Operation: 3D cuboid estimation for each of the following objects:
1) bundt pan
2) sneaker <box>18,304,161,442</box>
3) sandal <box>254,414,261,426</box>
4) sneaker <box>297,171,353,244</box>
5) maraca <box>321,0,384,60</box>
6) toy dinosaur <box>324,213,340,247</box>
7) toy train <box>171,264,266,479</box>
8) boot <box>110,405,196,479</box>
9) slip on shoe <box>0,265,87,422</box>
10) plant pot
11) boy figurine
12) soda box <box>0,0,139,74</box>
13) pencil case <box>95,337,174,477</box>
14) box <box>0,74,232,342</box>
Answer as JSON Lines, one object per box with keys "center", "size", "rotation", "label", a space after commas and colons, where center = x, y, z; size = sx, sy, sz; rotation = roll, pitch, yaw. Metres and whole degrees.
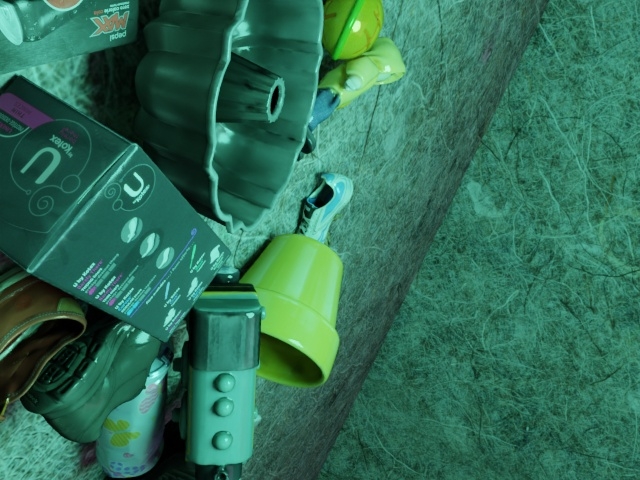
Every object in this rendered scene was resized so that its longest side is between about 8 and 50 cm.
{"center": [-0.108, -0.179, 0.688], "size": [0.331, 0.124, 0.330], "rotation": [15, 90, -78], "label": "bundt pan"}
{"center": [-0.265, 0.137, 0.774], "size": [0.286, 0.109, 0.130], "rotation": [-53, 142, -40], "label": "sneaker"}
{"center": [-0.254, 0.431, 1.316], "size": [0.265, 0.076, 0.102], "rotation": [-2, 135, -51], "label": "sandal"}
{"center": [-0.015, -0.046, 1.259], "size": [0.086, 0.085, 0.237], "rotation": [14, 117, -33], "label": "sneaker"}
{"center": [0.055, -0.366, 0.938], "size": [0.127, 0.099, 0.185], "rotation": [-55, -169, 46], "label": "maraca"}
{"center": [0.000, 0.000, 1.374], "size": [0.183, 0.053, 0.092], "rotation": [-64, 165, -51], "label": "toy dinosaur"}
{"center": [-0.155, 0.210, 0.881], "size": [0.190, 0.142, 0.333], "rotation": [-139, -126, -74], "label": "toy train"}
{"center": [-0.280, 0.395, 1.122], "size": [0.348, 0.131, 0.260], "rotation": [-34, -152, 28], "label": "boot"}
{"center": [-0.386, 0.167, 0.600], "size": [0.331, 0.101, 0.123], "rotation": [-49, 159, -25], "label": "slip on shoe"}
{"center": [-0.068, 0.126, 1.137], "size": [0.254, 0.254, 0.239], "rotation": [87, 22, -57], "label": "plant pot"}
{"center": [0.036, -0.255, 1.004], "size": [0.285, 0.092, 0.177], "rotation": [-42, -170, -26], "label": "boy figurine"}
{"center": [-0.242, -0.197, 0.511], "size": [0.169, 0.053, 0.060], "rotation": [-40, 152, -46], "label": "soda box"}
{"center": [-0.299, 0.256, 0.920], "size": [0.124, 0.114, 0.273], "rotation": [-79, -176, -56], "label": "pencil case"}
{"center": [-0.233, -0.016, 0.617], "size": [0.143, 0.165, 0.270], "rotation": [-55, 160, -13], "label": "box"}
